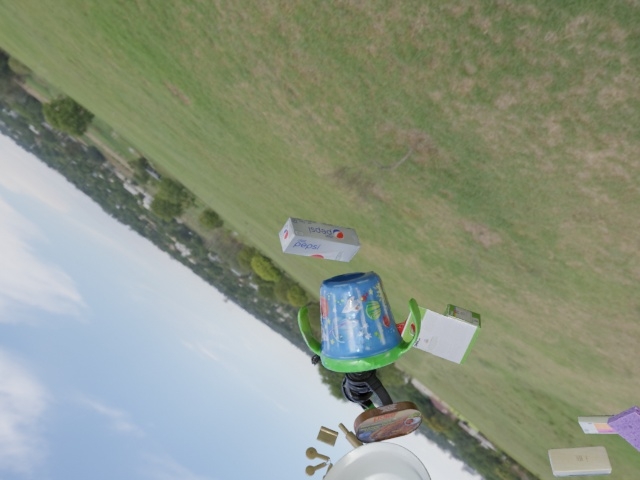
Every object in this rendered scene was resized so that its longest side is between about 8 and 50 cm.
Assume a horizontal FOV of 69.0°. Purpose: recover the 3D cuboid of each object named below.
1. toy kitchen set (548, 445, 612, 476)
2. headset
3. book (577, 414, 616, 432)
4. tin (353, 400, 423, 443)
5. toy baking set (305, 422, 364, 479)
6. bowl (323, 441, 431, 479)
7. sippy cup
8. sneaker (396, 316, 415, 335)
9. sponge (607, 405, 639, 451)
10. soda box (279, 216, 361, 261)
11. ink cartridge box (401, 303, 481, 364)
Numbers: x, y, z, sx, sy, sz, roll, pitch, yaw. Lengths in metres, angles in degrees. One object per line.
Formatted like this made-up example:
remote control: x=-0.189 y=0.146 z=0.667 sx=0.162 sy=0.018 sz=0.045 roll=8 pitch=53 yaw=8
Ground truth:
toy kitchen set: x=0.618 y=0.609 z=1.077 sx=0.122 sy=0.207 sz=0.166 roll=-11 pitch=138 yaw=17
headset: x=0.138 y=0.592 z=1.915 sx=0.394 sy=0.185 sz=0.243 roll=48 pitch=153 yaw=28
book: x=1.033 y=0.676 z=1.702 sx=0.144 sy=0.035 sz=0.096 roll=-16 pitch=127 yaw=34
tin: x=0.181 y=0.486 z=1.249 sx=0.040 sy=0.189 sz=0.106 roll=-113 pitch=18 yaw=-54
toy baking set: x=0.067 y=0.671 z=1.380 sx=0.256 sy=0.196 sz=0.030 roll=38 pitch=141 yaw=26
bowl: x=0.140 y=0.632 z=1.060 sx=0.298 sy=0.298 sz=0.134 roll=25 pitch=153 yaw=58
sippy cup: x=0.097 y=0.206 z=1.264 sx=0.240 sy=0.305 sz=0.224 roll=-157 pitch=57 yaw=-80
sneaker: x=0.360 y=0.350 z=1.917 sx=0.278 sy=0.118 sz=0.107 roll=-1 pitch=-153 yaw=-21
sponge: x=1.000 y=0.601 z=1.405 sx=0.210 sy=0.031 sz=0.117 roll=40 pitch=138 yaw=15
soda box: x=0.000 y=0.000 z=1.685 sx=0.286 sy=0.098 sz=0.091 roll=10 pitch=-135 yaw=-31
ink cartridge box: x=0.454 y=0.334 z=1.773 sx=0.255 sy=0.189 sz=0.097 roll=19 pitch=-152 yaw=9
